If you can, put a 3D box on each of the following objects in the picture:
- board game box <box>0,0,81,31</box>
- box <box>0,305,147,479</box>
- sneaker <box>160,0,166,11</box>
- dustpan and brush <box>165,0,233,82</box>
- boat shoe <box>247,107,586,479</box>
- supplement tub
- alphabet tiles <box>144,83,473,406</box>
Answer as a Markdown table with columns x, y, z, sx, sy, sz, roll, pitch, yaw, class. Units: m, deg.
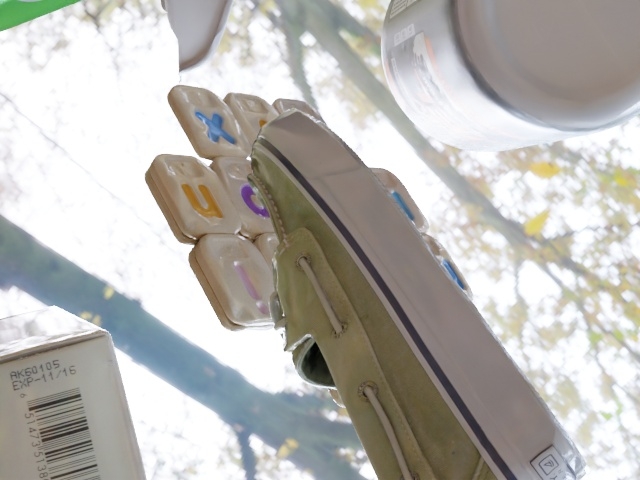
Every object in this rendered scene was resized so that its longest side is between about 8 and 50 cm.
| x | y | z | sx | sy | sz | roll | pitch | yaw | class |
| --- | --- | --- | --- | --- | --- | --- | --- | --- | --- |
| -0.202 | -0.170 | 0.349 | 0.242 | 0.316 | 0.064 | -24 | -129 | -8 | board game box |
| -0.243 | 0.144 | 1.074 | 0.121 | 0.148 | 0.311 | -15 | -173 | -18 | box |
| -0.084 | -0.233 | 0.902 | 0.085 | 0.237 | 0.086 | 13 | -109 | -1 | sneaker |
| -0.019 | -0.168 | 0.363 | 0.060 | 0.211 | 0.147 | -1 | -133 | 3 | dustpan and brush |
| 0.021 | 0.036 | 0.684 | 0.094 | 0.109 | 0.302 | -34 | -134 | -2 | boat shoe |
| 0.161 | -0.173 | 1.070 | 0.193 | 0.193 | 0.316 | -54 | -173 | -4 | supplement tub |
| 0.000 | 0.000 | 0.940 | 0.021 | 0.284 | 0.278 | -45 | -116 | 29 | alphabet tiles |
